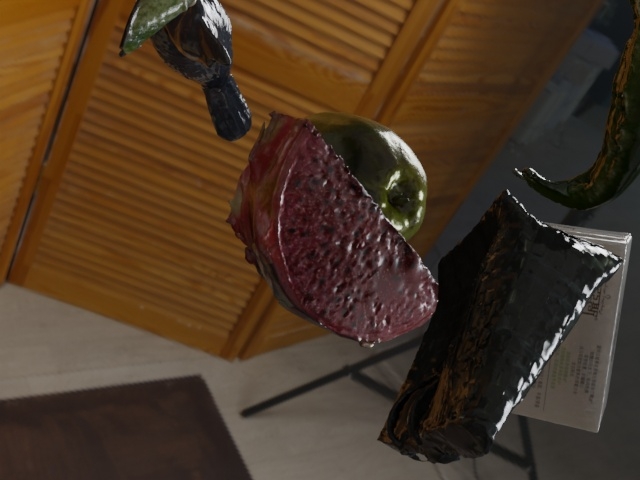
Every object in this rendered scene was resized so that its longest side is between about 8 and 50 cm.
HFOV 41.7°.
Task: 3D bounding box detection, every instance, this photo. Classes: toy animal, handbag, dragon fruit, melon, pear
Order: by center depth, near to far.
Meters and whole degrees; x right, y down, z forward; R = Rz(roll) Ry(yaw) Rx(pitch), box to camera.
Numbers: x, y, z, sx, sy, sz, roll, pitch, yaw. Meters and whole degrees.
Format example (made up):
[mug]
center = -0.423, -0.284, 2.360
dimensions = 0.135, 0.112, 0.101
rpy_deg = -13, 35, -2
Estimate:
[melon]
center = -0.093, -0.169, 0.530
dimensions = 0.054, 0.098, 0.182
rpy_deg = 37, 13, -21
[handbag]
center = 0.107, 0.078, 0.594
dimensions = 0.089, 0.270, 0.175
rpy_deg = 30, 74, 3
[dragon fruit]
center = -0.010, 0.006, 0.803
dimensions = 0.274, 0.126, 0.161
rpy_deg = 48, -10, -33
[toy animal]
center = -0.139, -0.222, 0.867
dimensions = 0.205, 0.081, 0.367
rpy_deg = 62, -4, 1
[pear]
center = 0.028, -0.072, 1.341
dimensions = 0.269, 0.269, 0.321
rpy_deg = 3, 6, -35

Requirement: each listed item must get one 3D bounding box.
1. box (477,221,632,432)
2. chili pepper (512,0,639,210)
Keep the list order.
[box]
center = 0.304, 0.107, 1.149
dimensions = 0.194, 0.260, 0.111
rpy_deg = 10, 9, 22
[chili pepper]
center = 0.195, -0.173, 0.477
dimensions = 0.085, 0.359, 0.076
rpy_deg = 12, 25, 2
